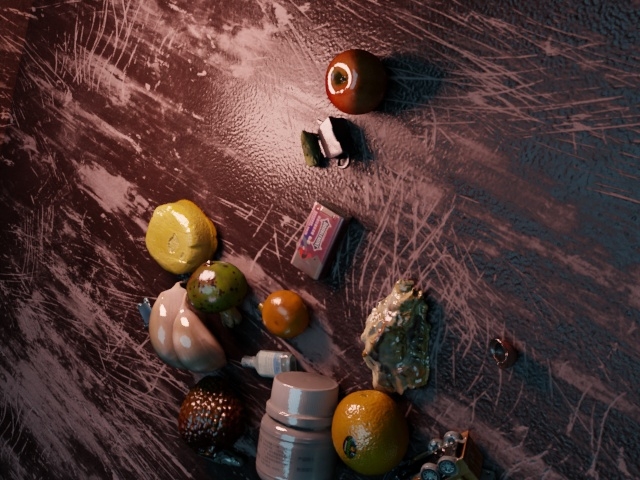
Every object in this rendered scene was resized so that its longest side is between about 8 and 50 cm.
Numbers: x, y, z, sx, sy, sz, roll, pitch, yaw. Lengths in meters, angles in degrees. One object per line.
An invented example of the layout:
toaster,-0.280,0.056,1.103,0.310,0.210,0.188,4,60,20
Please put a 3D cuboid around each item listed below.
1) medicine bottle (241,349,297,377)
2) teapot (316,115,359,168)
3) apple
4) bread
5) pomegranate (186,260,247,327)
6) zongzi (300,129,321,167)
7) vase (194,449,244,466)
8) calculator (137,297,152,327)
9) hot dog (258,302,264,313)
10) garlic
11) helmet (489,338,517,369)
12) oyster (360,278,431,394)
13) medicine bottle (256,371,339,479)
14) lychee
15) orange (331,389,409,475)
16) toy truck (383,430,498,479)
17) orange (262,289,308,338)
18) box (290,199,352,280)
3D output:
medicine bottle,-0.172,0.411,1.913,0.209,0.054,0.090,-2,95,35
teapot,0.037,-0.289,1.697,0.096,0.087,0.177,-29,79,36
apple,0.096,-0.438,1.596,0.181,0.168,0.180,8,104,35
bread,-0.493,-0.008,2.031,0.270,0.148,0.269,7,102,33
pomegranate,-0.337,0.181,1.929,0.202,0.202,0.247,-5,109,33
zongzi,-0.036,-0.272,1.724,0.055,0.119,0.109,3,96,20
vase,-0.360,0.770,2.064,0.211,0.060,0.059,5,97,33
calculator,-0.669,0.297,2.248,0.094,0.019,0.141,-37,76,30
hot dog,-0.158,0.261,1.906,0.137,0.028,0.044,49,144,22
garlic,-0.436,0.291,1.940,0.231,0.246,0.339,-21,83,50
helmet,0.478,0.289,1.481,0.065,0.049,0.084,102,157,-49
oyster,0.205,0.283,1.628,0.201,0.107,0.354,4,97,29
medicine bottle,-0.060,0.572,1.741,0.245,0.245,0.306,9,92,32
lychee,-0.370,0.597,1.964,0.236,0.236,0.271,-28,57,32
orange,0.140,0.543,1.627,0.236,0.236,0.236,3,96,33
toy truck,0.307,0.681,1.583,0.338,0.133,0.184,-39,90,27
orange,-0.107,0.231,1.815,0.156,0.124,0.156,14,118,26
box,0.000,0.000,1.755,0.120,0.069,0.224,31,111,26
